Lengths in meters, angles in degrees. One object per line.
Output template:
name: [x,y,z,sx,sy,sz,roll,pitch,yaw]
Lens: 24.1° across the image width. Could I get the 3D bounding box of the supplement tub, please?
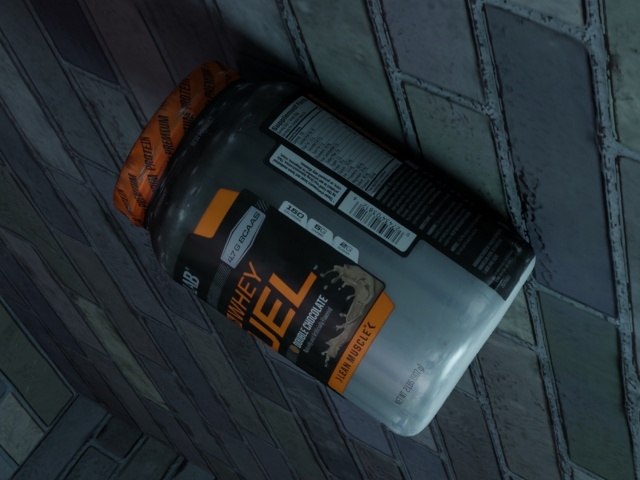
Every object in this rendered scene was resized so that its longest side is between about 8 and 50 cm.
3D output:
supplement tub: [0.000,0.000,1.316,0.338,0.207,0.207,34,160,7]
